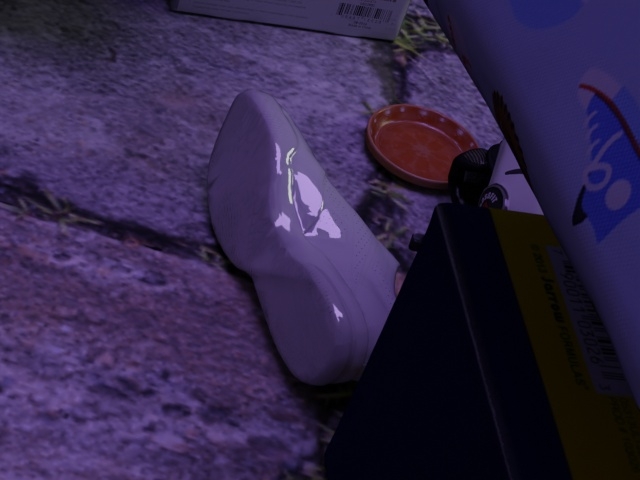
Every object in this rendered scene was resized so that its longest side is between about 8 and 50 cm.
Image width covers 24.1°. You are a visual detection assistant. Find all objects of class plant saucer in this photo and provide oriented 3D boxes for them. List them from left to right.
[{"bbox_3d":[0.070,-0.063,1.034,0.083,0.013,0.083,13,41,-11],"label":"plant saucer"}]

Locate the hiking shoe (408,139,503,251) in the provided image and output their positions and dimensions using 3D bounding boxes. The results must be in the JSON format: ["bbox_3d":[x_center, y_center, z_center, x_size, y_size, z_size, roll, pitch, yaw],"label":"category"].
[{"bbox_3d":[0.147,-0.039,0.984,0.114,0.086,0.227,33,42,9],"label":"hiking shoe"}]

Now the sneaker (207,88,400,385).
[{"bbox_3d":[0.000,0.000,0.899,0.094,0.080,0.212,5,48,-35],"label":"sneaker"}]

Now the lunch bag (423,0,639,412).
[{"bbox_3d":[0.245,-0.023,0.580,0.385,0.239,0.328,23,32,-35],"label":"lunch bag"}]

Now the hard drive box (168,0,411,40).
[{"bbox_3d":[-0.001,-0.270,1.065,0.181,0.232,0.089,5,42,-19],"label":"hard drive box"}]

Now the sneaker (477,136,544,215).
[{"bbox_3d":[0.238,0.014,0.876,0.330,0.122,0.146,16,65,-27],"label":"sneaker"}]

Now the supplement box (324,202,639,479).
[{"bbox_3d":[0.206,0.133,0.729,0.356,0.194,0.195,7,42,-16],"label":"supplement box"}]
